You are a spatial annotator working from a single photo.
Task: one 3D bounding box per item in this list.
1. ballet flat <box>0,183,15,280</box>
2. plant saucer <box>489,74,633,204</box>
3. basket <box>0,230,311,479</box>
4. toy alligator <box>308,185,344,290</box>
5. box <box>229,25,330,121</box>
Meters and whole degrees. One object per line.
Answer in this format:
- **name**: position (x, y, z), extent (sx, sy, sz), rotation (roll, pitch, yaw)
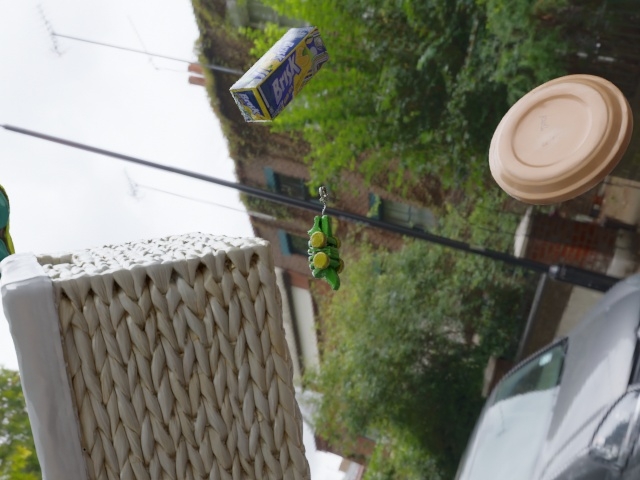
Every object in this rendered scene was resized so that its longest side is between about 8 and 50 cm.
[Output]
- **ballet flat**: position (-0.556, -0.028, 1.094), extent (0.077, 0.077, 0.231), rotation (-14, -39, -28)
- **plant saucer**: position (0.135, -0.061, 0.381), extent (0.013, 0.083, 0.083), rotation (33, -110, -39)
- **basket**: position (-0.204, 0.158, 0.768), extent (0.267, 0.328, 0.331), rotation (-14, -82, -24)
- **toy alligator**: position (0.000, 0.000, 1.141), extent (0.056, 0.051, 0.189), rotation (19, -123, -53)
- **box**: position (-0.056, -0.244, 0.961), extent (0.169, 0.054, 0.059), rotation (-54, -47, -32)
